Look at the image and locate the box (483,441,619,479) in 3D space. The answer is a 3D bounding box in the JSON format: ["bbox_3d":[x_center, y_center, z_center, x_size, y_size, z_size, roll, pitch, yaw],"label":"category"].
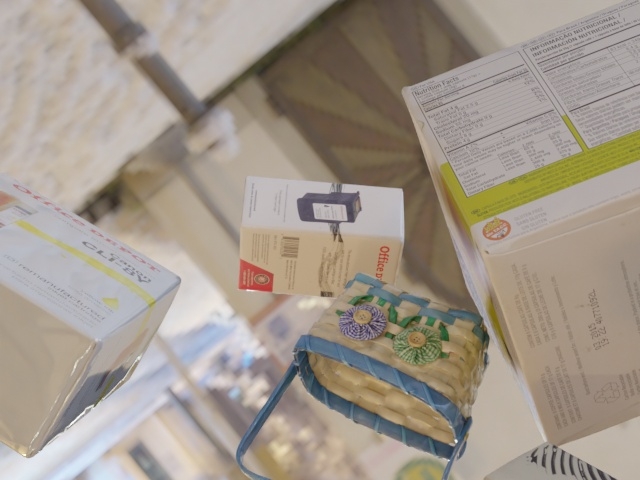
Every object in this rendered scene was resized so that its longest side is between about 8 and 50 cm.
[{"bbox_3d":[0.278,0.300,1.518,0.094,0.113,0.275,-23,-148,-32],"label":"box"}]

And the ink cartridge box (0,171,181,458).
[{"bbox_3d":[-0.351,0.069,1.879,0.160,0.279,0.385,-59,177,11],"label":"ink cartridge box"}]

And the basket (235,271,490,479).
[{"bbox_3d":[0.062,0.198,1.970,0.289,0.255,0.201,-64,159,-19],"label":"basket"}]

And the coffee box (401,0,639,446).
[{"bbox_3d":[0.330,-0.028,1.894,0.338,0.337,0.334,-22,-140,0],"label":"coffee box"}]

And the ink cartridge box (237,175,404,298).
[{"bbox_3d":[0.000,0.000,2.419,0.172,0.237,0.100,96,-2,-55],"label":"ink cartridge box"}]
